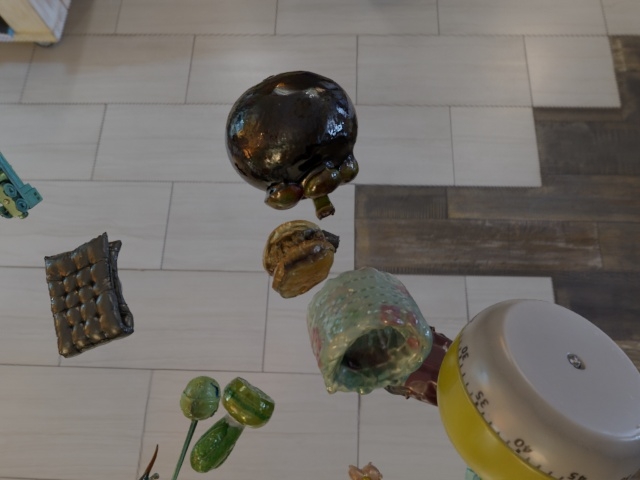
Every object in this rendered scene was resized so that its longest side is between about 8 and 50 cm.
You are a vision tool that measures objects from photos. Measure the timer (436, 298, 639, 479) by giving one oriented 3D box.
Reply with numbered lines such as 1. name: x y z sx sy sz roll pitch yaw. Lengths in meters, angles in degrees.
1. timer: 0.277 0.245 0.701 0.284 0.285 0.286 -1 70 2

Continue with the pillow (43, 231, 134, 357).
1. pillow: -0.692 0.161 1.484 0.228 0.101 0.327 -21 69 7

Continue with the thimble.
1. thimble: 0.074 0.161 0.867 0.211 0.185 0.149 -39 35 13

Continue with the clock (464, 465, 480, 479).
1. clock: 0.516 0.720 1.522 0.094 0.223 0.274 8 110 38

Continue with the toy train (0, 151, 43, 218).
1. toy train: -0.322 -0.065 0.501 0.029 0.092 0.045 -17 27 14

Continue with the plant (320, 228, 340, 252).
1. plant: 0.000 0.000 1.905 0.143 0.092 0.095 13 42 -12

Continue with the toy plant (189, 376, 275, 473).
1. toy plant: -0.303 0.624 1.631 0.184 0.224 0.316 32 80 20

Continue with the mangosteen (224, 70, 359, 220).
1. mangosteen: -0.045 -0.185 1.011 0.274 0.275 0.303 -23 93 -6

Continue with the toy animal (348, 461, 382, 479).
1. toy animal: 0.149 0.746 1.569 0.114 0.091 0.082 9 44 48

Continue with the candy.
1. candy: -0.303 0.463 1.099 0.092 0.093 0.336 19 88 -27

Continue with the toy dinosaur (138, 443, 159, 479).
1. toy dinosaur: -0.440 0.605 1.215 0.044 0.106 0.188 24 108 5

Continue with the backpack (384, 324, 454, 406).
1. backpack: 0.397 0.454 1.793 0.317 0.197 0.284 18 78 22

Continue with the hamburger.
1. hamburger: -0.072 0.058 1.591 0.244 0.244 0.163 -34 62 -9
